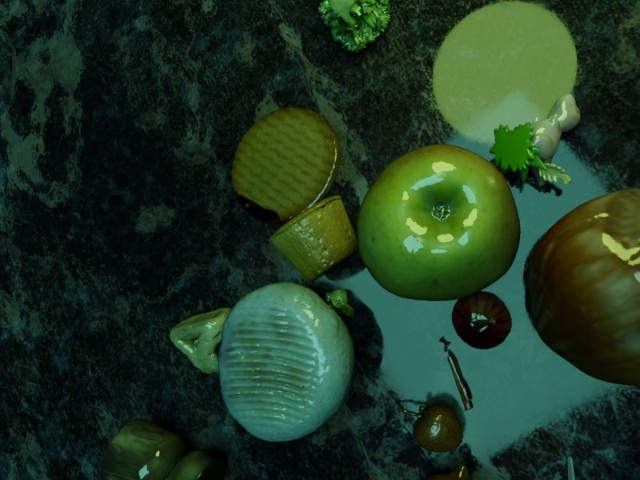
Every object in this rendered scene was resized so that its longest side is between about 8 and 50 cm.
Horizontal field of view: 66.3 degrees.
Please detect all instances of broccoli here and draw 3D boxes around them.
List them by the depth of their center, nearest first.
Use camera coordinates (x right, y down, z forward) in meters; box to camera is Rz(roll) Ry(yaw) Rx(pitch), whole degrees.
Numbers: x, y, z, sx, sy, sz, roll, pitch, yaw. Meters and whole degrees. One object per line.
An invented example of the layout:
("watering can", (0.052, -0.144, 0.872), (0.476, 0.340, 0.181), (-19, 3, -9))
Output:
("broccoli", (0.082, -0.565, 1.195), (0.195, 0.156, 0.195), (17, 125, 25))

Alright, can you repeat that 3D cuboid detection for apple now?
("apple", (0.235, -0.039, 1.015), (0.338, 0.305, 0.338), (-2, 84, 21))

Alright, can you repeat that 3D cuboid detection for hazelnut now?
("hazelnut", (0.558, 0.089, 0.904), (0.372, 0.315, 0.372), (1, 91, 52))

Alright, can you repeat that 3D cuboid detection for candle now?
("candle", (0.310, 0.300, 1.114), (0.026, 0.021, 0.167), (-26, 78, 37))

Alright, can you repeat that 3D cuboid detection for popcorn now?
("popcorn", (0.047, 0.156, 1.199), (0.083, 0.059, 0.068), (32, 97, 10))

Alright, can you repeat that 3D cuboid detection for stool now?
("stool", (-0.405, 0.595, 1.266), (0.264, 0.179, 0.179), (17, 92, 20))

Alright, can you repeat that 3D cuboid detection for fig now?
("fig", (0.353, 0.181, 1.055), (0.128, 0.150, 0.128), (-3, 114, -6))

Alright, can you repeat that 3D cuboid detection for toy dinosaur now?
("toy dinosaur", (0.470, -0.211, 1.060), (0.177, 0.152, 0.194), (-7, 93, -19))

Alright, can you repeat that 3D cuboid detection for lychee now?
("lychee", (0.245, 0.413, 1.086), (0.140, 0.114, 0.101), (13, 59, 2))

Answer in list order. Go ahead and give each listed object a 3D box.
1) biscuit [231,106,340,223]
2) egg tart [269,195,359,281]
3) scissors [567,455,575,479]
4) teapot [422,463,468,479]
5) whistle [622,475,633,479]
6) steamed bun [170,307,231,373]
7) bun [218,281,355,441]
("biscuit", (-0.095, -0.195, 1.261), (0.318, 0.040, 0.318), (-6, 75, 25))
("egg tart", (0.000, 0.000, 1.162), (0.202, 0.202, 0.147), (-35, 85, 14))
("scissors", (0.521, 0.546, 1.008), (0.100, 0.015, 0.189), (-21, 61, 55))
("teapot", (0.293, 0.604, 1.051), (0.178, 0.135, 0.252), (12, 112, 53))
("whistle", (0.568, 0.623, 0.977), (0.062, 0.062, 0.304), (25, 95, 20))
("steamed bun", (-0.287, 0.272, 1.280), (0.172, 0.141, 0.155), (-15, 95, 21))
("bun", (-0.079, 0.280, 1.152), (0.362, 0.211, 0.362), (-2, 85, 23))
